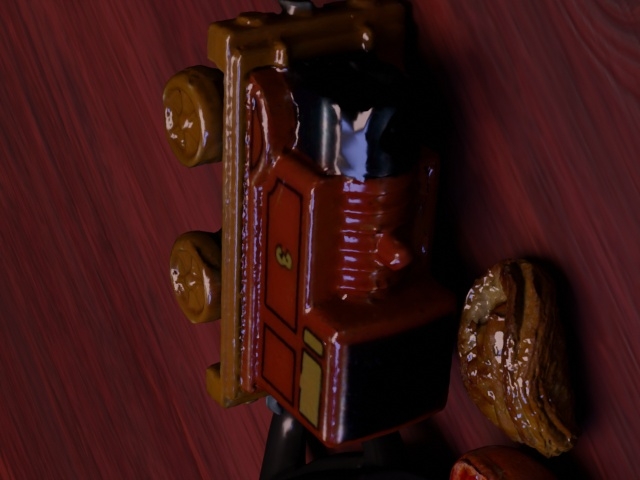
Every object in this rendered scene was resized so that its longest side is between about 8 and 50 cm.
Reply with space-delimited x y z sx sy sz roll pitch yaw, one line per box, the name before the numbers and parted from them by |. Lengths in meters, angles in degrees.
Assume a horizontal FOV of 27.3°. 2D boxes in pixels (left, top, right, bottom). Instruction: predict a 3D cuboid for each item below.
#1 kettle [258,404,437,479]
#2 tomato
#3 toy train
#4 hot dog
kettle | -0.011 0.274 1.148 0.271 0.207 0.251 -14 101 63
tomato | 0.160 0.221 0.988 0.156 0.069 0.156 58 162 31
toy train | 0.000 0.000 1.011 0.231 0.163 0.369 36 133 46
hot dog | 0.145 0.087 0.953 0.099 0.065 0.147 -156 52 -67
